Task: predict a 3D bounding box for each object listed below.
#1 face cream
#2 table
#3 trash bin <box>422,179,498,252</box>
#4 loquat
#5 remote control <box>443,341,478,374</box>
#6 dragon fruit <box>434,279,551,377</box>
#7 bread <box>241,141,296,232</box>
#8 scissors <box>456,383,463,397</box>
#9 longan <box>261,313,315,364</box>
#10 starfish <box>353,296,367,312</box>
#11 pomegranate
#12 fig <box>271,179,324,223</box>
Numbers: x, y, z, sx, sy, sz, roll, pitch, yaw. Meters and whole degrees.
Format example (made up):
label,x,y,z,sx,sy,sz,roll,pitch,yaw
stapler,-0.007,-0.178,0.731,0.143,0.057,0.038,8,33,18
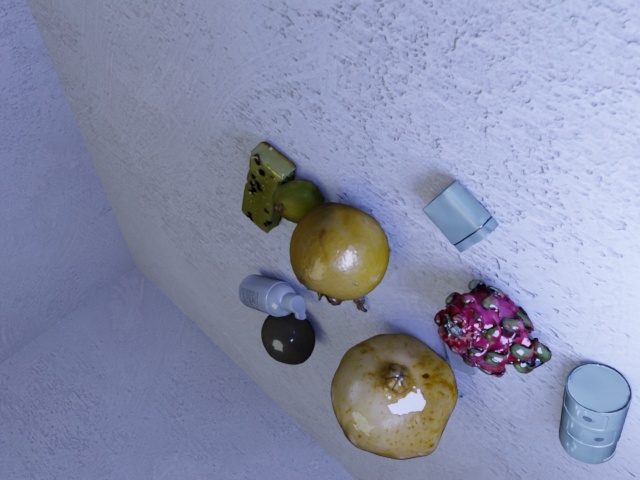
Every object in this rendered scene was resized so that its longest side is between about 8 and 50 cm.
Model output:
label,x,y,z,sx,sy,sz,roll,pitch,yaw
face cream,-0.174,0.228,2.082,0.369,0.145,0.145,7,131,50
table,0.604,0.387,1.163,0.126,0.126,0.220,25,145,38
trash bin,0.299,-0.050,1.126,0.130,0.059,0.116,48,151,3
loquat,0.047,0.037,1.373,0.275,0.275,0.275,35,150,25
remote control,0.389,0.302,1.470,0.087,0.029,0.190,16,138,47
dragon fruit,0.394,0.219,1.184,0.273,0.198,0.218,43,144,10
bread,-0.172,-0.160,1.652,0.138,0.077,0.361,43,152,10
scissors,0.417,0.452,1.637,0.058,0.014,0.119,23,146,38
longan,-0.132,0.402,2.167,0.248,0.248,0.248,35,150,25
starfish,0.128,0.200,1.727,0.091,0.028,0.078,59,154,-9
pomegranate,0.214,0.446,1.539,0.410,0.410,0.410,35,150,25
fig,-0.065,-0.112,1.505,0.121,0.153,0.136,-99,10,-54
